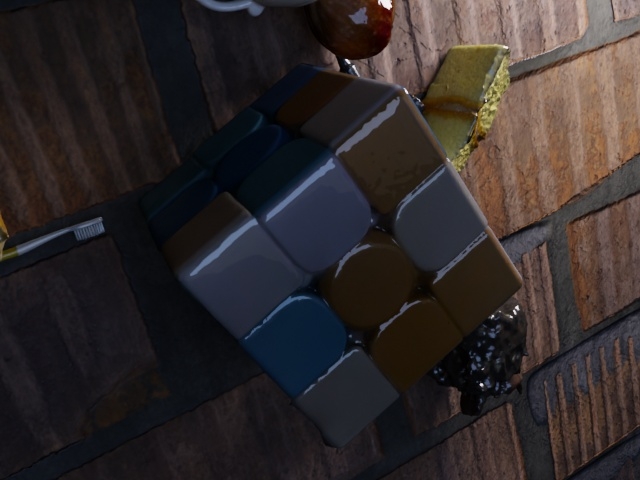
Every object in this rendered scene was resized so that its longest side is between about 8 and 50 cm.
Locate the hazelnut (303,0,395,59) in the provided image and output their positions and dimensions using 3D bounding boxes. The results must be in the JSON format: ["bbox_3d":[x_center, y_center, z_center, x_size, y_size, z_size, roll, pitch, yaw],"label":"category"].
[{"bbox_3d":[0.042,-0.348,1.049,0.143,0.154,0.143,-5,132,-6],"label":"hazelnut"}]

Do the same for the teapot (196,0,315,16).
[{"bbox_3d":[-0.046,-0.407,0.951,0.299,0.208,0.166,-30,138,-11],"label":"teapot"}]

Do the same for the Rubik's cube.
[{"bbox_3d":[0.000,0.000,0.975,0.344,0.346,0.347,-40,119,-6],"label":"Rubik's cube"}]

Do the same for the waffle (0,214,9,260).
[{"bbox_3d":[-0.547,-0.049,0.738,0.376,0.261,0.114,-5,112,-28],"label":"waffle"}]

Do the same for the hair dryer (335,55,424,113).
[{"bbox_3d":[0.060,-0.220,1.157,0.195,0.050,0.173,43,79,-25],"label":"hair dryer"}]

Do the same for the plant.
[{"bbox_3d":[0.285,0.203,1.305,0.204,0.178,0.234,-19,121,-36],"label":"plant"}]

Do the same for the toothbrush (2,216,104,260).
[{"bbox_3d":[-0.436,0.024,0.950,0.288,0.021,0.024,-21,101,-23],"label":"toothbrush"}]

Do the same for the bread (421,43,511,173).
[{"bbox_3d":[0.240,-0.212,1.224,0.141,0.178,0.266,24,86,1],"label":"bread"}]
